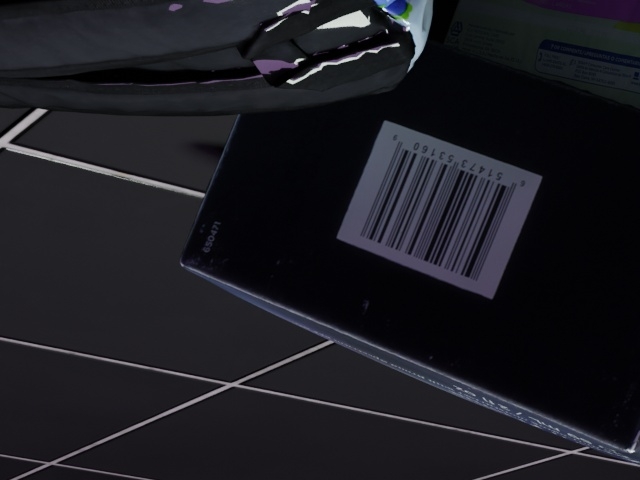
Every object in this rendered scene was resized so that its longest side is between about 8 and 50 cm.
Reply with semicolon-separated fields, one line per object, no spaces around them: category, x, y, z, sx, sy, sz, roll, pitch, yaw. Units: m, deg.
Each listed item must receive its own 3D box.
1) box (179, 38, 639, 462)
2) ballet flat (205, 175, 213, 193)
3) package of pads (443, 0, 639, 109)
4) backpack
box;0.127;0.014;1.139;0.296;0.182;0.294;22;179;26
ballet flat;0.000;0.000;1.523;0.068;0.072;0.213;-30;125;30
package of pads;0.254;-0.083;1.196;0.229;0.101;0.296;18;177;44
backpack;-0.108;-0.173;0.928;0.356;0.273;0.290;17;165;25
